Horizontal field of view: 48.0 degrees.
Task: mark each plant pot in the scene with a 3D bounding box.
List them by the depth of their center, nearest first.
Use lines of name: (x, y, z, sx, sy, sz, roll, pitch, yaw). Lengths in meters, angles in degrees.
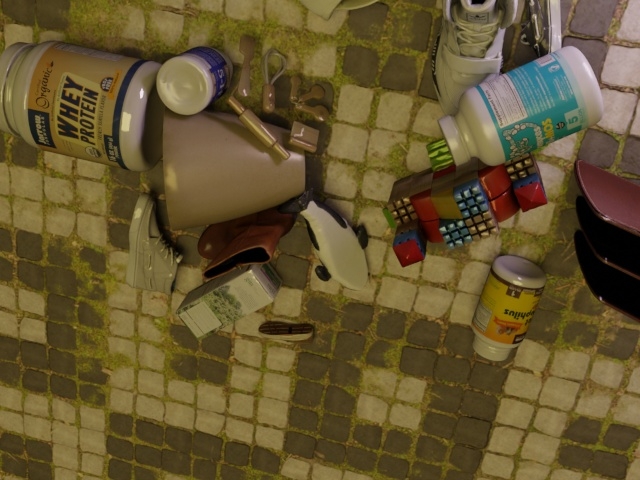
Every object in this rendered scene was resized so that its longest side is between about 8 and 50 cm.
plant pot: (-0.172, -0.153, 1.482, 0.273, 0.256, 0.257, -3, 115, -6)

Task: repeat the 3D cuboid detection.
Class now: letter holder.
letter holder: (0.541, -0.010, 1.341, 0.214, 0.302, 0.152, 26, 117, 0)

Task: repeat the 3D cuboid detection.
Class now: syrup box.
syrup box: (-0.213, 0.131, 1.680, 0.236, 0.096, 0.093, -29, 107, 22)

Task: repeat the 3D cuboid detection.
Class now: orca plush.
orca plush: (0.000, 0.000, 1.566, 0.287, 0.102, 0.151, 36, 80, -38)

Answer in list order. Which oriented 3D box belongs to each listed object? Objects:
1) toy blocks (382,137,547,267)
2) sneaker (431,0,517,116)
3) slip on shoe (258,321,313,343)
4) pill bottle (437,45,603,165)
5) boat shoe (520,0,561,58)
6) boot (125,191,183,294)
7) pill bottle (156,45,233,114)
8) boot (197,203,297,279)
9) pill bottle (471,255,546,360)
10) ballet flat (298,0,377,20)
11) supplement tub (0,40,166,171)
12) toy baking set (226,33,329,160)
toy blocks: (0.279, -0.081, 1.388, 0.381, 0.261, 0.191, -22, 108, 20)
sneaker: (0.269, -0.367, 1.287, 0.137, 0.210, 0.366, 6, 115, 9)
slip on shoe: (-0.082, 0.226, 1.725, 0.135, 0.051, 0.041, -1, 126, 6)
pill bottle: (0.346, -0.225, 1.269, 0.263, 0.146, 0.146, -23, 108, 11)
boat shoe: (0.405, -0.391, 1.327, 0.070, 0.078, 0.220, -3, 106, 13)
boot: (-0.376, 0.012, 1.673, 0.123, 0.095, 0.258, 14, 125, -1)
pill bottle: (-0.240, -0.325, 1.427, 0.111, 0.187, 0.112, 5, 115, 10)
boot: (-0.186, 0.025, 1.522, 0.263, 0.280, 0.096, -14, 110, 17)
pill bottle: (0.398, 0.149, 1.547, 0.117, 0.117, 0.215, 15, 117, 5)
ballet flat: (0.113, -0.506, 1.267, 0.400, 0.139, 0.139, -15, 112, 44)
supplement tub: (-0.481, -0.280, 1.476, 0.315, 0.228, 0.229, 13, 116, 6)
toy baking set: (-0.092, -0.281, 1.427, 0.256, 0.197, 0.030, 41, 146, -11)
